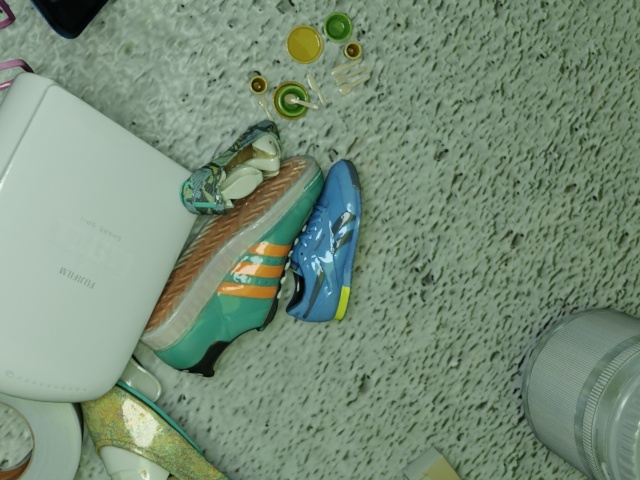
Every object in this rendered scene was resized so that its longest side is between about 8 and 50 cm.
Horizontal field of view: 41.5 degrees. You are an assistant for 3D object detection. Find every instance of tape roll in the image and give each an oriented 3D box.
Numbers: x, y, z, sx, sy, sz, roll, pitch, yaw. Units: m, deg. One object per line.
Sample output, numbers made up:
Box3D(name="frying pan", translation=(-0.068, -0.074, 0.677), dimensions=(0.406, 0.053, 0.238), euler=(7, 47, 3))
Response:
Box3D(name="tape roll", translation=(-0.392, 0.232, 0.992), dimensions=(0.219, 0.072, 0.219), euler=(-2, 98, -12))

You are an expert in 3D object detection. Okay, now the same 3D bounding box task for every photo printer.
Box3D(name="photo printer", translation=(-0.282, 0.016, 0.904), dimensions=(0.256, 0.107, 0.307), euler=(36, 74, -45))

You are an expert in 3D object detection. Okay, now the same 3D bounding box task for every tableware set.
Box3D(name="tableware set", translation=(-0.017, -0.214, 1.052), dimensions=(0.154, 0.024, 0.104), euler=(-28, 102, -8))

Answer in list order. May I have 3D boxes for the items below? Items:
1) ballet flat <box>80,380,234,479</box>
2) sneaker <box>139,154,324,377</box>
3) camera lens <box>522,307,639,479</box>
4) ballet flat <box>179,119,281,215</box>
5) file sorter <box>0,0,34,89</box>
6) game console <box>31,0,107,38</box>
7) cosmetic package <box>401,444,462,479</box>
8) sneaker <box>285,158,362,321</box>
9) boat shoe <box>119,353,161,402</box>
Box3D(name="ballet flat", translation=(-0.172, 0.306, 1.020), dimensions=(0.123, 0.123, 0.348), euler=(-46, 107, -4))
Box3D(name="sneaker", translation=(-0.089, 0.032, 1.033), dimensions=(0.302, 0.108, 0.121), euler=(-49, 123, -9))
Box3D(name="camera lens", translation=(0.403, 0.213, 1.071), dimensions=(0.220, 0.274, 0.219), euler=(-2, 97, -13))
Box3D(name="ballet flat", translation=(-0.084, -0.082, 0.985), dimensions=(0.070, 0.070, 0.188), euler=(54, 47, -13))
Box3D(name="file sorter", translation=(-0.433, -0.273, 0.857), dimensions=(0.182, 0.202, 0.290), euler=(-24, 101, -11))
Box3D(name="game console", translation=(-0.254, -0.401, 0.862), dimensions=(0.250, 0.173, 0.293), euler=(-36, 120, -4))
Box3D(name="cosmetic package", translation=(0.170, 0.345, 1.152), dimensions=(0.060, 0.041, 0.115), euler=(-39, 104, -6))
Box3D(name="sneaker", translation=(0.000, 0.000, 1.057), dimensions=(0.082, 0.069, 0.209), euler=(6, 96, -17))
Box3D(name="boat shoe", translation=(-0.246, 0.150, 1.035), dimensions=(0.125, 0.038, 0.046), euler=(47, 66, -15))
